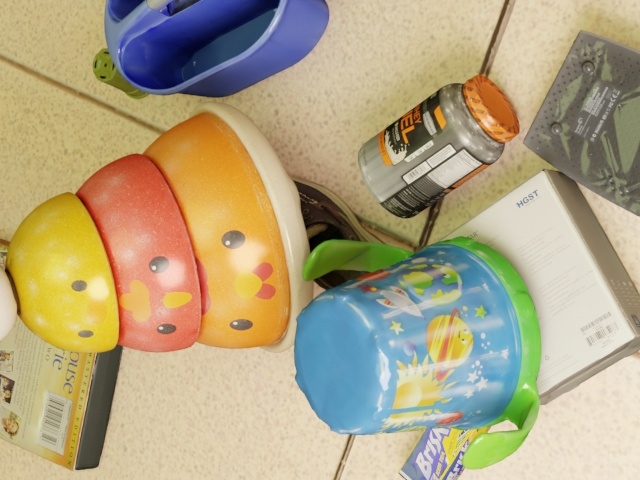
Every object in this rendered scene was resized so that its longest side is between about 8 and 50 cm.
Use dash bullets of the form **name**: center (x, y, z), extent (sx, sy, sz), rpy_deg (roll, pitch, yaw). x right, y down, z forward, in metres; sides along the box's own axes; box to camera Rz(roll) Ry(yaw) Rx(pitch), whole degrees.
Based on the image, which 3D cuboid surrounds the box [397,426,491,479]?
- **box**: center (0.170, 0.245, 1.699), extent (0.059, 0.054, 0.169), rpy_deg (39, 110, 30)

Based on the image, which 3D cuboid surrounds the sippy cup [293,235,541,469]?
- **sippy cup**: center (0.098, 0.125, 1.555), extent (0.305, 0.224, 0.240), rpy_deg (6, 102, 49)

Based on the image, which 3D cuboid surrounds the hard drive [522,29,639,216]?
- **hard drive**: center (0.381, -0.124, 1.570), extent (0.255, 0.054, 0.172), rpy_deg (34, 106, 30)

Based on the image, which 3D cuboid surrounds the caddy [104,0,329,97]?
- **caddy**: center (-0.156, -0.339, 1.881), extent (0.341, 0.179, 0.241), rpy_deg (-22, 76, 32)

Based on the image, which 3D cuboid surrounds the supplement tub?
- **supplement tub**: center (0.150, -0.121, 1.694), extent (0.190, 0.117, 0.117), rpy_deg (-35, 69, 28)

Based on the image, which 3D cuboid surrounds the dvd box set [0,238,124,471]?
- **dvd box set**: center (-0.493, 0.163, 2.160), extent (0.420, 0.062, 0.307), rpy_deg (14, 96, 35)

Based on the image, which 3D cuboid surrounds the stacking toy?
- **stacking toy**: center (-0.278, 0.041, 1.723), extent (0.350, 0.480, 0.350), rpy_deg (49, 150, 43)

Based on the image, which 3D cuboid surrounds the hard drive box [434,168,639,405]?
- **hard drive box**: center (0.271, 0.059, 1.617), extent (0.181, 0.089, 0.232), rpy_deg (-36, 69, 28)

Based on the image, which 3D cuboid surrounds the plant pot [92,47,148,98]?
- **plant pot**: center (-0.302, -0.262, 2.038), extent (0.083, 0.079, 0.083), rpy_deg (-2, 86, 34)

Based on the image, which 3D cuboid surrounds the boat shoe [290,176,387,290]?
- **boat shoe**: center (0.000, 0.000, 1.805), extent (0.285, 0.092, 0.103), rpy_deg (41, 110, 29)
